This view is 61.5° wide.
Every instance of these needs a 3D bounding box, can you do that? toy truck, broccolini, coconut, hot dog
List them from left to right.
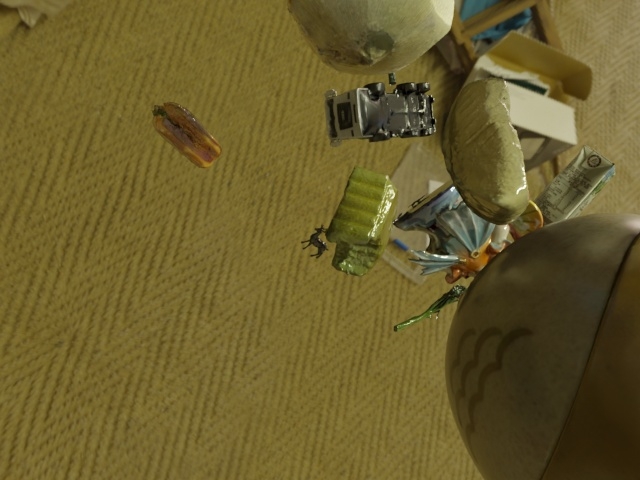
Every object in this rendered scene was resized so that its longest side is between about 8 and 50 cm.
[{"bbox_3d":[-0.367,-0.292,1.465,0.104,0.076,0.250,-52,141,-2],"label":"hot dog"},{"bbox_3d":[0.101,-0.511,1.087,0.346,0.346,0.360,18,58,-21],"label":"coconut"},{"bbox_3d":[0.115,-0.232,0.993,0.242,0.125,0.101,-14,102,-43],"label":"toy truck"},{"bbox_3d":[0.341,0.206,1.633,0.271,0.123,0.062,-26,56,-15],"label":"broccolini"}]

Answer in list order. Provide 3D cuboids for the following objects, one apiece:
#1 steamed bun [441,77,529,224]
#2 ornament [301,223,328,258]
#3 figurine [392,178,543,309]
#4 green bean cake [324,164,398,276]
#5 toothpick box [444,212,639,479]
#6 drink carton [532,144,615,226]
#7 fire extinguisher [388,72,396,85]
[{"bbox_3d":[0.240,-0.128,0.809,0.110,0.231,0.212,-8,81,14],"label":"steamed bun"},{"bbox_3d":[0.000,0.000,1.543,0.073,0.125,0.028,43,38,-5],"label":"ornament"},{"bbox_3d":[0.323,0.071,1.034,0.388,0.277,0.248,55,33,-2],"label":"figurine"},{"bbox_3d":[0.110,-0.038,1.379,0.124,0.236,0.233,19,70,14],"label":"green bean cake"},{"bbox_3d":[0.377,0.195,0.587,0.409,0.425,0.409,-8,119,-15],"label":"toothpick box"},{"bbox_3d":[0.867,-0.157,1.890,0.132,0.324,0.194,45,17,24],"label":"drink carton"},{"bbox_3d":[0.247,-0.579,1.854,0.025,0.038,0.083,6,71,-30],"label":"fire extinguisher"}]
